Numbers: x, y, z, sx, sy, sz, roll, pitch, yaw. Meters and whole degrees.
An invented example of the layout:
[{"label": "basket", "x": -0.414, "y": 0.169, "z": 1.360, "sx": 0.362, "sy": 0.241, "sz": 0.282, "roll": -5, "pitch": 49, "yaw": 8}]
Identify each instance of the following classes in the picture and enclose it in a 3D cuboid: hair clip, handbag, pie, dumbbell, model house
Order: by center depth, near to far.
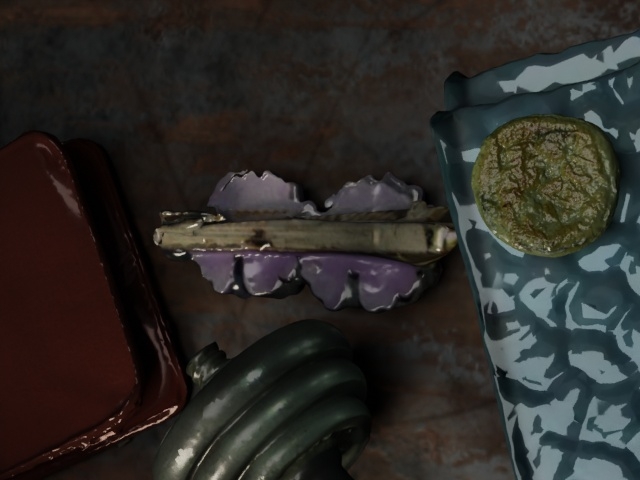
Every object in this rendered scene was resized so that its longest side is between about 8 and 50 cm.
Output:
[{"label": "pie", "x": 0.122, "y": -0.030, "z": 0.967, "sx": 0.084, "sy": 0.021, "sz": 0.084, "roll": -2, "pitch": 82, "yaw": 16}, {"label": "model house", "x": 0.283, "y": 0.022, "z": 1.062, "sx": 0.339, "sy": 0.297, "sz": 0.360, "roll": -17, "pitch": 75, "yaw": 20}, {"label": "dumbbell", "x": 0.046, "y": 0.218, "z": 1.229, "sx": 0.406, "sy": 0.179, "sz": 0.179, "roll": 44, "pitch": 108, "yaw": 22}, {"label": "hair clip", "x": 0.000, "y": 0.000, "z": 1.316, "sx": 0.292, "sy": 0.084, "sz": 0.106, "roll": 1, "pitch": 95, "yaw": 33}, {"label": "handbag", "x": -0.262, "y": 0.069, "z": 1.445, "sx": 0.276, "sy": 0.084, "sz": 0.260, "roll": -28, "pitch": 77, "yaw": 25}]
